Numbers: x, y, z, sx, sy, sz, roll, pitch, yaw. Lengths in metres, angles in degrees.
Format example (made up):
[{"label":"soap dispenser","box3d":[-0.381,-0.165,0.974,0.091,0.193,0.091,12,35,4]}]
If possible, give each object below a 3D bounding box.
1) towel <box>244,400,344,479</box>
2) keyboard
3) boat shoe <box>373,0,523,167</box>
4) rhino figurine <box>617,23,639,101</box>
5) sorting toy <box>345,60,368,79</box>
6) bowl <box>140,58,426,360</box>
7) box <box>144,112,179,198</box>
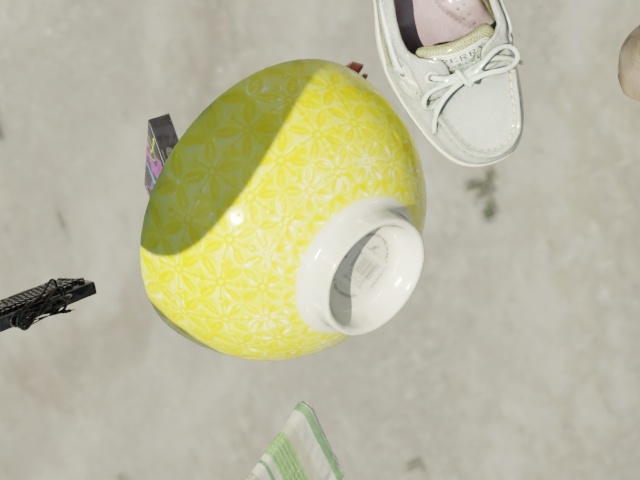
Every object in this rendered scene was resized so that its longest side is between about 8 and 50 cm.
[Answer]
[{"label":"towel","box3d":[-0.039,0.239,1.771,0.023,0.152,0.113,11,139,37]},{"label":"keyboard","box3d":[-0.320,0.061,2.045,0.100,0.192,0.038,7,109,34]},{"label":"boat shoe","box3d":[0.103,-0.209,1.658,0.103,0.118,0.320,-112,5,-75]},{"label":"rhino figurine","box3d":[0.321,-0.114,1.376,0.243,0.106,0.073,31,164,41]},{"label":"sorting toy","box3d":[0.016,-0.124,1.815,0.042,0.102,0.061,39,-163,-7]},{"label":"bowl","box3d":[0.000,0.000,1.677,0.156,0.289,0.289,35,147,39]},{"label":"box","box3d":[-0.161,-0.050,2.044,0.162,0.029,0.116,102,149,-66]}]
